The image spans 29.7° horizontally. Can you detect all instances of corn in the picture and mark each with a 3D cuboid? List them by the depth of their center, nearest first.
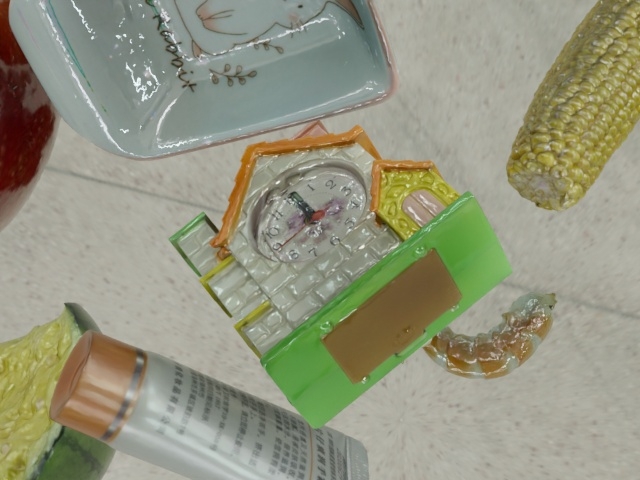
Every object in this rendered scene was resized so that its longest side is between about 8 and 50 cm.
[{"bbox_3d":[0.266,-0.153,1.121,0.101,0.101,0.310,35,66,8],"label":"corn"}]

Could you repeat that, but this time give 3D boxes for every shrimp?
[{"bbox_3d":[0.191,0.092,1.470,0.161,0.049,0.166,-43,57,-15],"label":"shrimp"}]

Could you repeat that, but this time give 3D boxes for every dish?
[{"bbox_3d":[-0.076,-0.139,0.742,0.234,0.064,0.154,-12,123,20],"label":"dish"}]

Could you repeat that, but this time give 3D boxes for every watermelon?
[{"bbox_3d":[-0.346,0.232,1.407,0.330,0.189,0.331,-25,49,32],"label":"watermelon"}]

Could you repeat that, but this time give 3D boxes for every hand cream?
[{"bbox_3d":[-0.083,0.172,1.093,0.314,0.140,0.089,25,120,-15],"label":"hand cream"}]

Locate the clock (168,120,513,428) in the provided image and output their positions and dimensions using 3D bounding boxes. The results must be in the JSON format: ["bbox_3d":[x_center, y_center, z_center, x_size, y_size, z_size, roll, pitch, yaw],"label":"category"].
[{"bbox_3d":[0.000,0.000,1.076,0.220,0.106,0.255,-39,44,-5],"label":"clock"}]

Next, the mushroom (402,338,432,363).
[{"bbox_3d":[0.031,0.011,1.334,0.122,0.351,0.095,13,118,-20],"label":"mushroom"}]

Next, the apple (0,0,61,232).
[{"bbox_3d":[-0.347,-0.128,0.860,0.277,0.348,0.348,-36,81,12],"label":"apple"}]
